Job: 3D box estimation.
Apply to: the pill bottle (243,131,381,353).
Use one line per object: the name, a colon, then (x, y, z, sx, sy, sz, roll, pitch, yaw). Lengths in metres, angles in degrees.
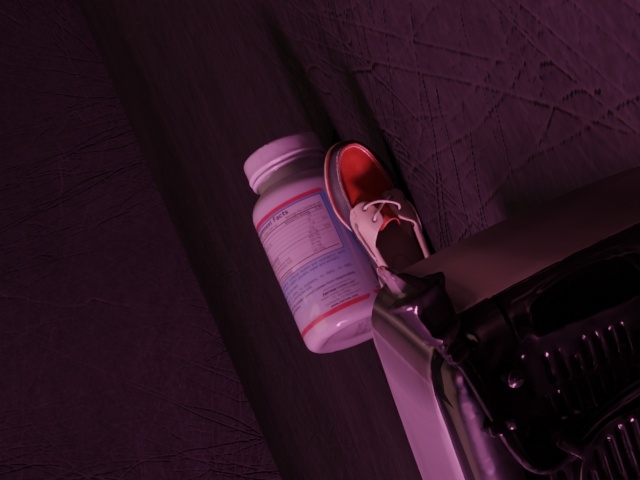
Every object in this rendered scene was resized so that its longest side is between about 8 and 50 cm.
pill bottle: (0.000, 0.000, 1.223, 0.087, 0.087, 0.160, 96, 152, -71)

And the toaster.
toaster: (0.113, 0.057, 0.452, 0.110, 0.168, 0.185, -154, 43, -78)

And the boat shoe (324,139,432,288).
boat shoe: (0.045, -0.008, 1.070, 0.137, 0.049, 0.043, 66, 168, 1)
